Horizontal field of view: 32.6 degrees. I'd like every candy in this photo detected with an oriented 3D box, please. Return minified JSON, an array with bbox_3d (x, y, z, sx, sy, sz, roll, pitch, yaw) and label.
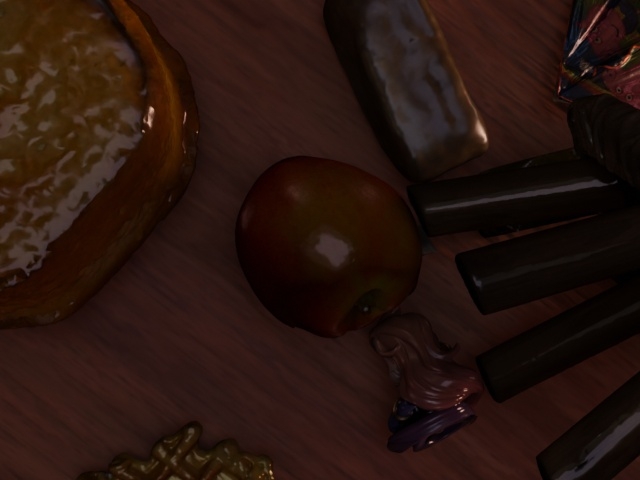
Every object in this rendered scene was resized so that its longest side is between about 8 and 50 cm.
[{"bbox_3d":[0.091,-0.179,1.189,0.104,0.102,0.234,-24,91,-6],"label":"candy"}]

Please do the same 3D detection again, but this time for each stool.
[{"bbox_3d":[0.251,0.055,1.028,0.226,0.310,0.310,-25,110,1],"label":"stool"}]

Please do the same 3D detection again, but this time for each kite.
[{"bbox_3d":[0.353,-0.205,1.225,0.234,0.016,0.321,-30,81,-20],"label":"kite"}]

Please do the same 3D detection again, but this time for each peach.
[{"bbox_3d":[0.000,0.000,1.136,0.197,0.197,0.197,0,86,-5],"label":"peach"}]

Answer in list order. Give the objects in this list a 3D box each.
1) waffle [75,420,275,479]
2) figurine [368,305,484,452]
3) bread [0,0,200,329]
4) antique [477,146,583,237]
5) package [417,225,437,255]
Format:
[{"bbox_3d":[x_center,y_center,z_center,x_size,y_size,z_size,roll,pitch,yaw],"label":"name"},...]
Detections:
[{"bbox_3d":[-0.154,0.298,1.160,0.219,0.057,0.229,40,83,-1],"label":"waffle"},{"bbox_3d":[0.114,0.144,1.167,0.126,0.114,0.157,4,74,-49],"label":"figurine"},{"bbox_3d":[-0.321,-0.118,1.095,0.398,0.215,0.398,1,81,-4],"label":"bread"},{"bbox_3d":[0.273,-0.061,1.206,0.221,0.081,0.080,-13,87,-6],"label":"antique"},{"bbox_3d":[0.078,0.029,1.217,0.110,0.015,0.037,-37,91,-5],"label":"package"}]
